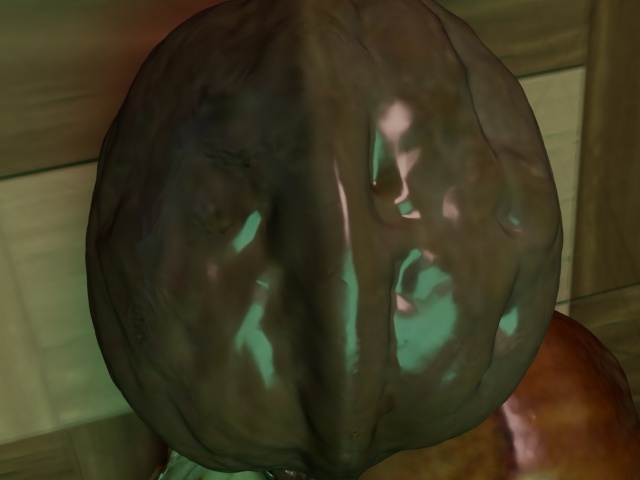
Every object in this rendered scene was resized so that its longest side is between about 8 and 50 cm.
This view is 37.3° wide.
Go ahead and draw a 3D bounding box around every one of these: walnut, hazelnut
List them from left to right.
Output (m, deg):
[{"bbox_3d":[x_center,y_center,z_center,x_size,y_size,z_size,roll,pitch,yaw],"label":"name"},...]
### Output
[{"bbox_3d":[0.000,0.000,0.422,0.224,0.224,0.224,-8,121,-14],"label":"walnut"},{"bbox_3d":[0.097,0.106,0.539,0.182,0.182,0.182,-8,121,-14],"label":"hazelnut"}]

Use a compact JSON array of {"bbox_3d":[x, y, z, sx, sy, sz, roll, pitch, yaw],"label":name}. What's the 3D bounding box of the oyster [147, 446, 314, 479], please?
[{"bbox_3d":[0.010,0.227,0.625,0.341,0.110,0.166,32,100,-28],"label":"oyster"}]
